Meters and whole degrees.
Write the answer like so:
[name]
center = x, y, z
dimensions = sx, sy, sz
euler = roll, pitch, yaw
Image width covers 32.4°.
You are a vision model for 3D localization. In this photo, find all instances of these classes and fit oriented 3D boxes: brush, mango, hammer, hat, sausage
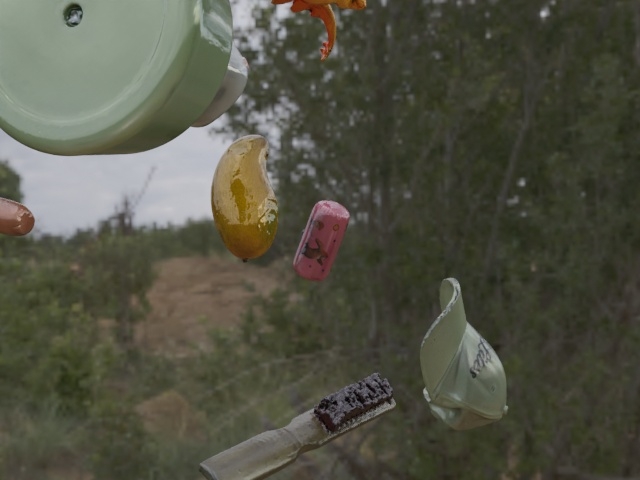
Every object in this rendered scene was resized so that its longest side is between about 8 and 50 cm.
[brush]
center = -0.014, 0.183, 1.075
dimensions = 0.248, 0.036, 0.043
euler = -18, 51, -43
[mango]
center = -0.112, -0.062, 1.614
dimensions = 0.098, 0.190, 0.075
euler = -3, -8, -4
[hammer]
center = 0.000, 0.000, 1.091
dimensions = 0.043, 0.083, 0.043
euler = 17, 20, -6
[hat]
center = 0.133, 0.108, 1.027
dimensions = 0.081, 0.166, 0.122
euler = 0, 33, 16
[sausage]
center = -0.310, -0.025, 1.051
dimensions = 0.083, 0.034, 0.034
euler = 14, 8, 29

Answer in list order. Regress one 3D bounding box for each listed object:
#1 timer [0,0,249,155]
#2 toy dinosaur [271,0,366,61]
[timer]
center = -0.197, -0.222, 1.277
dimensions = 0.291, 0.290, 0.315
euler = -3, -5, 23
[toy dinosaur]
center = 0.001, -0.291, 1.207
dimensions = 0.117, 0.070, 0.288
euler = -3, -26, -20
